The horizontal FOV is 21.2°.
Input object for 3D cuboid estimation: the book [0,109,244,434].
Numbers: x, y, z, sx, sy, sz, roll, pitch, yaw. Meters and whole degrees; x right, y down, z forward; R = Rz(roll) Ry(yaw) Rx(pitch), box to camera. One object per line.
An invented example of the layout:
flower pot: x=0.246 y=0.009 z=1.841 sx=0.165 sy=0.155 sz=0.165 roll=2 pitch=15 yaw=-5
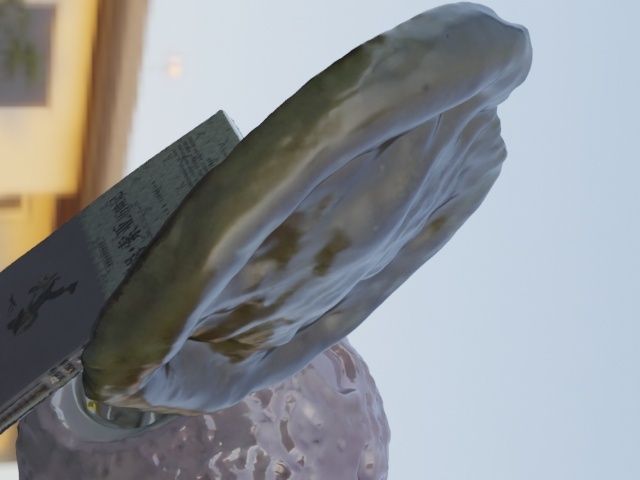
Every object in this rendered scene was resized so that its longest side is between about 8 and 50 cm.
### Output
book: x=-0.102 y=0.014 z=0.795 sx=0.014 sy=0.182 sz=0.127 roll=52 pitch=3 yaw=-28

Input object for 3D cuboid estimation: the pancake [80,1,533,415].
pancake: x=0.001 y=0.001 z=0.659 sx=0.042 sy=0.222 sz=0.236 roll=49 pitch=-30 yaw=13

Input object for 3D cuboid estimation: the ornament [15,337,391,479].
ornament: x=-0.078 y=0.148 z=1.178 sx=0.225 sy=0.259 sz=0.259 roll=60 pitch=3 yaw=-40
